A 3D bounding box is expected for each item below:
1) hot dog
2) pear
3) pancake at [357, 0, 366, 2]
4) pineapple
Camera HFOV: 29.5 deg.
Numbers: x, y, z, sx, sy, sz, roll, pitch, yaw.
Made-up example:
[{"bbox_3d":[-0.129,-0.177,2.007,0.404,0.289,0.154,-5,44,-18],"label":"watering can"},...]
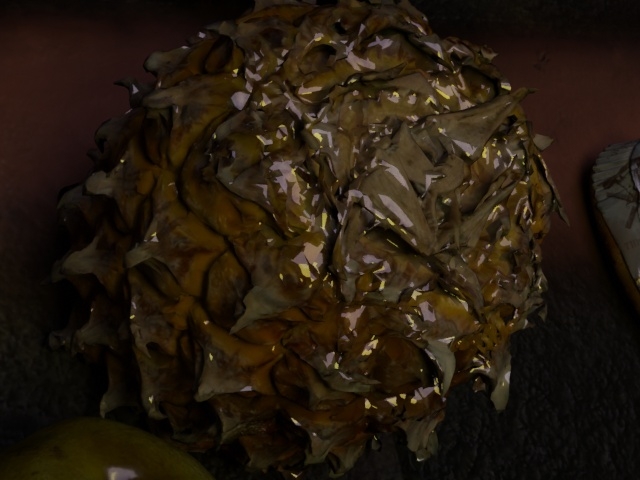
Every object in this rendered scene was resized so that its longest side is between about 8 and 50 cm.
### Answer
[{"bbox_3d":[0.346,0.024,1.172,0.144,0.075,0.268,-15,80,-30],"label":"hot dog"},{"bbox_3d":[-0.141,0.202,0.728,0.200,0.200,0.200,13,62,-26],"label":"pear"},{"bbox_3d":[0.041,-0.214,1.036,0.250,0.031,0.250,-24,90,-81],"label":"pancake"},{"bbox_3d":[-0.002,0.001,0.844,0.352,0.300,0.352,10,70,-28],"label":"pineapple"}]
